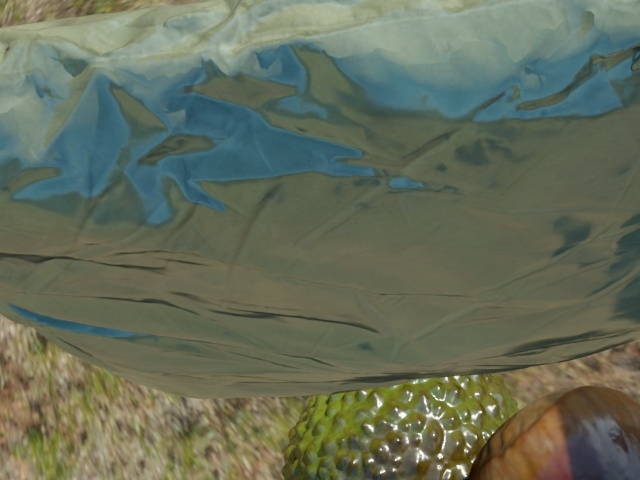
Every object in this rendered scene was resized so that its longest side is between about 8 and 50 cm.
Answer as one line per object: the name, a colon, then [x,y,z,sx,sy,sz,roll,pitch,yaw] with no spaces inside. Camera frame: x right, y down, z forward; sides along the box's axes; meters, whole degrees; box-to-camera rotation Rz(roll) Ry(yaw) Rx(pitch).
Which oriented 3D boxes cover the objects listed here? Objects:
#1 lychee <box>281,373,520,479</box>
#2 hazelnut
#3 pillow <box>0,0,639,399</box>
lychee: [0.087,0.251,1.605,0.320,0.270,0.270,-45,105,-36]
hazelnut: [0.241,0.241,1.403,0.176,0.214,0.214,27,90,-41]
pillow: [0.002,0.000,0.476,0.274,0.281,0.076,-7,73,16]
